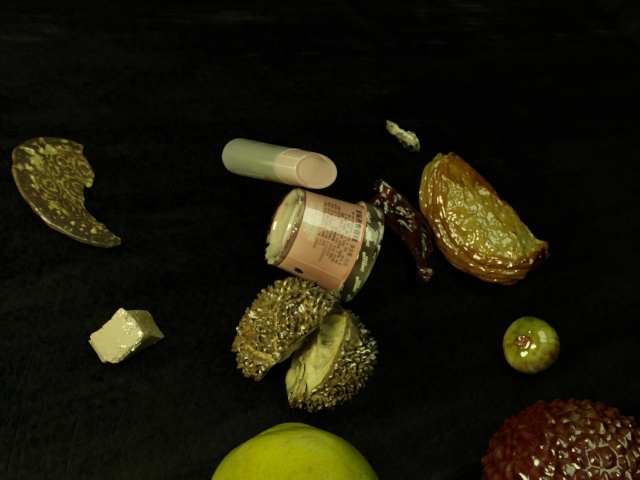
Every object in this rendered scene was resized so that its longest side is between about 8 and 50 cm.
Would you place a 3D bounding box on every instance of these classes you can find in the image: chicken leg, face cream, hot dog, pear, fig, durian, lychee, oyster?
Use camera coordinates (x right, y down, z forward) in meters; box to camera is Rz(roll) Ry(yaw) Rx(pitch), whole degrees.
[{"bbox_3d":[0.140,-0.017,2.244,0.089,0.048,0.219,0,49,-43],"label":"chicken leg"},{"bbox_3d":[-0.065,-0.113,2.035,0.084,0.057,0.198,9,5,-38],"label":"face cream"},{"bbox_3d":[0.262,-0.028,2.333,0.259,0.114,0.175,46,36,13],"label":"hot dog"},{"bbox_3d":[-0.027,0.311,1.499,0.212,0.212,0.269,28,20,-19],"label":"pear"},{"bbox_3d":[0.362,0.167,2.210,0.166,0.093,0.093,3,47,-46],"label":"fig"},{"bbox_3d":[-0.022,0.133,1.806,0.196,0.167,0.196,53,10,-14],"label":"durian"},{"bbox_3d":[0.338,0.341,1.810,0.264,0.264,0.300,22,16,-27],"label":"lychee"},{"bbox_3d":[0.149,-0.187,2.498,0.083,0.019,0.054,32,31,-9],"label":"oyster"}]

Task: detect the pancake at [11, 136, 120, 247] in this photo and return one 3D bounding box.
[{"bbox_3d":[-0.333,-0.070,1.838,0.184,0.020,0.190,33,33,-11],"label":"pancake"}]

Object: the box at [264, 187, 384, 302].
[{"bbox_3d":[0.000,0.000,1.989,0.135,0.151,0.151,20,36,-15],"label":"box"}]

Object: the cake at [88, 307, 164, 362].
[{"bbox_3d":[-0.223,0.109,1.695,0.052,0.065,0.121,48,25,9],"label":"cake"}]
